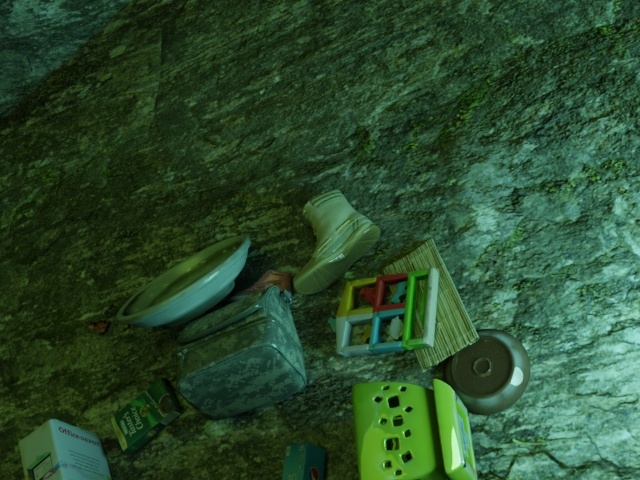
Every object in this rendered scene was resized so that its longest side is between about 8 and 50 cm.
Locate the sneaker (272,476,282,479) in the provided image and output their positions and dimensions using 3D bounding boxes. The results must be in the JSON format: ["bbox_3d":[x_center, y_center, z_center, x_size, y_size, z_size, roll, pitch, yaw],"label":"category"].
[{"bbox_3d":[-0.160,0.610,1.839,0.223,0.098,0.083,-38,52,5],"label":"sneaker"}]

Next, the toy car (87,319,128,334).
[{"bbox_3d":[-0.610,0.248,2.320,0.122,0.060,0.041,-7,92,33],"label":"toy car"}]

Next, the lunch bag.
[{"bbox_3d":[-0.204,0.265,1.999,0.305,0.213,0.256,-25,38,14],"label":"lunch bag"}]

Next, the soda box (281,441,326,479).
[{"bbox_3d":[-0.044,0.564,1.804,0.067,0.071,0.210,-18,52,38],"label":"soda box"}]

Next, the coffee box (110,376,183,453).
[{"bbox_3d":[-0.457,0.460,2.124,0.184,0.040,0.113,-38,52,5],"label":"coffee box"}]

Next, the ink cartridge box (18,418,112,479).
[{"bbox_3d":[-0.626,0.613,2.030,0.117,0.201,0.278,-35,52,8],"label":"ink cartridge box"}]

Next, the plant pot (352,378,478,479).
[{"bbox_3d":[0.201,0.417,1.674,0.207,0.227,0.228,-13,58,16],"label":"plant pot"}]

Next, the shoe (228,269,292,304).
[{"bbox_3d":[-0.157,0.129,2.132,0.177,0.063,0.081,-8,59,19],"label":"shoe"}]

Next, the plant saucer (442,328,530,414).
[{"bbox_3d":[0.358,0.281,1.776,0.198,0.036,0.199,-14,58,23],"label":"plant saucer"}]

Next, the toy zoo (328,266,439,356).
[{"bbox_3d":[0.140,0.175,1.929,0.293,0.030,0.193,-11,57,34],"label":"toy zoo"}]

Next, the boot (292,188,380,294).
[{"bbox_3d":[0.000,0.000,2.092,0.262,0.095,0.203,-42,52,0],"label":"boot"}]

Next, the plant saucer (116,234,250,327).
[{"bbox_3d":[-0.340,0.129,2.128,0.400,0.101,0.400,-28,13,7],"label":"plant saucer"}]

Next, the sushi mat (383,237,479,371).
[{"bbox_3d":[0.252,0.146,1.897,0.151,0.019,0.317,-31,47,14],"label":"sushi mat"}]
